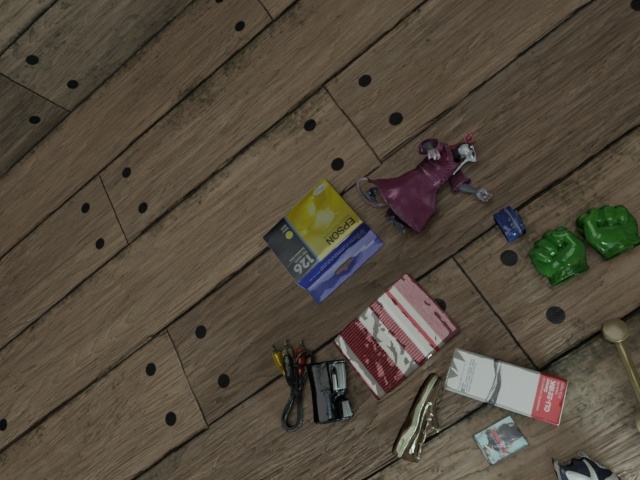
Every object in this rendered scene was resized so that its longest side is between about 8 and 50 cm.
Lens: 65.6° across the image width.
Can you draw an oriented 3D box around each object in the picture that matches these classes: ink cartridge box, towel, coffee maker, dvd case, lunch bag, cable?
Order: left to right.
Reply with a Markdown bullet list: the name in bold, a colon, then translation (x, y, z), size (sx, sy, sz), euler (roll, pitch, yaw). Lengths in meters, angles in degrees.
- **cable**: translation (-0.076, 0.460, 1.599), size (0.140, 0.072, 0.286), euler (-9, 86, 3)
- **ink cartridge box**: translation (0.000, 0.000, 1.659), size (0.304, 0.072, 0.307), euler (-44, 63, 7)
- **coffee maker**: translation (0.006, 0.461, 1.514), size (0.171, 0.120, 0.178), euler (-13, 74, 20)
- **towel**: translation (0.223, 0.290, 1.512), size (0.329, 0.037, 0.237), euler (-44, 67, 9)
- **dvd case**: translation (0.488, 0.542, 1.348), size (0.120, 0.013, 0.087), euler (-35, 67, 13)
- **ink cartridge box**: translation (0.479, 0.373, 1.292), size (0.273, 0.197, 0.114), euler (12, 81, 24)
- **lunch bag**: translation (0.550, -0.052, 1.438), size (0.065, 0.067, 0.098), euler (-30, 66, 13)

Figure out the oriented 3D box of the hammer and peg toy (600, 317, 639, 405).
- **hammer and peg toy**: translation (0.880, 0.280, 1.186), size (0.362, 0.127, 0.265), euler (-6, 77, 21)

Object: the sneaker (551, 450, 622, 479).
- **sneaker**: translation (0.611, 0.626, 1.232), size (0.235, 0.094, 0.153), euler (-48, 63, 6)

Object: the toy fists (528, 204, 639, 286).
- **toy fists**: translation (0.708, 0.003, 1.343), size (0.279, 0.096, 0.142), euler (-31, 66, 15)

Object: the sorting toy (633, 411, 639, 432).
- **sorting toy**: translation (0.894, 0.432, 1.089), size (0.307, 0.041, 0.229), euler (-29, 91, 22)

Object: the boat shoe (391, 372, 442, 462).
- **boat shoe**: translation (0.297, 0.504, 1.405), size (0.095, 0.095, 0.257), euler (26, 94, 12)

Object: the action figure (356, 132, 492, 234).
- **action figure**: translation (0.339, -0.188, 1.535), size (0.370, 0.248, 0.276), euler (-42, 22, -5)
